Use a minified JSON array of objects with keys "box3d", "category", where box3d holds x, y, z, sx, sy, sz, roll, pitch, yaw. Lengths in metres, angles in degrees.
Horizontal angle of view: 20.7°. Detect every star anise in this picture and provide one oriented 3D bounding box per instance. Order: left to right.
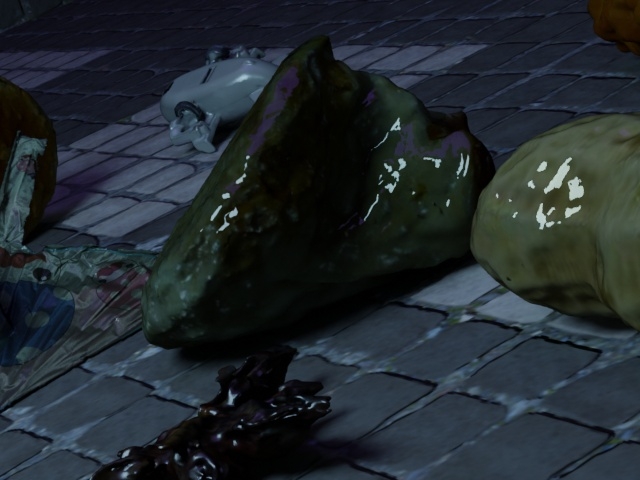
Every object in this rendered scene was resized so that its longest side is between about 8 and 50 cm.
[{"box3d":[-0.056,0.124,1.070,0.212,0.053,0.157,-28,18,-30],"category":"star anise"}]

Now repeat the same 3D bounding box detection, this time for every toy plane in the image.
[{"box3d":[-0.104,-0.161,1.959,0.174,0.080,0.174,-22,34,16],"category":"toy plane"}]

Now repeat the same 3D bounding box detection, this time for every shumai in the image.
[{"box3d":[0.000,0.000,1.307,0.272,0.203,0.222,-52,6,18],"category":"shumai"}]

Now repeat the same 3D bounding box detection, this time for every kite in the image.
[{"box3d":[-0.266,0.029,1.456,0.406,0.014,0.368,6,42,-1],"category":"kite"}]

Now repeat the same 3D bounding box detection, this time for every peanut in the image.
[{"box3d":[0.207,-0.005,1.031,0.153,0.140,0.325,-48,26,-23],"category":"peanut"}]

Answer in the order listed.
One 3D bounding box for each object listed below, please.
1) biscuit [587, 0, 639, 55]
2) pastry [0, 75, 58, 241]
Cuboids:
[{"box3d":[0.411,-0.226,1.521,0.318,0.110,0.312,-21,16,-4],"category":"biscuit"},{"box3d":[-0.353,-0.083,1.799,0.093,0.192,0.182,-6,49,41],"category":"pastry"}]
